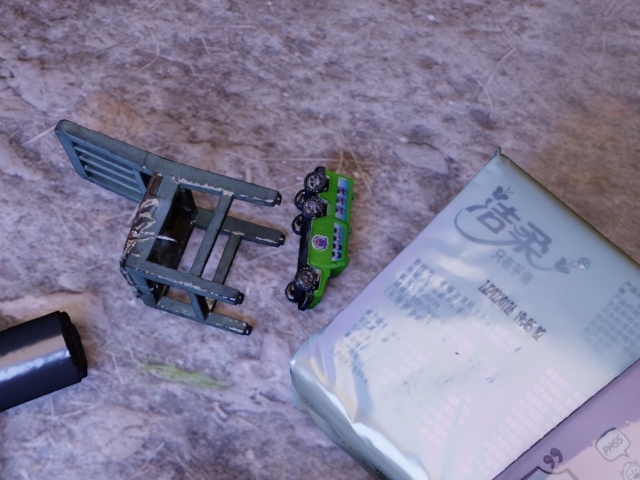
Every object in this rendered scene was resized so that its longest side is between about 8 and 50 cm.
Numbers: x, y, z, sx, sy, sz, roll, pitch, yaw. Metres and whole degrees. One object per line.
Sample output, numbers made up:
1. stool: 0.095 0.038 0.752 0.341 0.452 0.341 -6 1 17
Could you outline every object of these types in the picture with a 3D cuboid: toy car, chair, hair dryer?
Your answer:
1. toy car: 0.000 0.000 1.212 0.063 0.071 0.165 9 69 -10
2. chair: -0.187 -0.009 1.182 0.271 0.136 0.147 18 70 6
3. hair dryer: -0.388 0.079 1.188 0.197 0.089 0.251 -19 64 -5

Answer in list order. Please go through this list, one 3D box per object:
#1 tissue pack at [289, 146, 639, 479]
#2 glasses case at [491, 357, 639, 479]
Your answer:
1. tissue pack: 0.219 0.167 1.068 0.405 0.205 0.332 41 76 15
2. glasses case: 0.243 0.207 0.908 0.314 0.075 0.122 -37 73 -7
